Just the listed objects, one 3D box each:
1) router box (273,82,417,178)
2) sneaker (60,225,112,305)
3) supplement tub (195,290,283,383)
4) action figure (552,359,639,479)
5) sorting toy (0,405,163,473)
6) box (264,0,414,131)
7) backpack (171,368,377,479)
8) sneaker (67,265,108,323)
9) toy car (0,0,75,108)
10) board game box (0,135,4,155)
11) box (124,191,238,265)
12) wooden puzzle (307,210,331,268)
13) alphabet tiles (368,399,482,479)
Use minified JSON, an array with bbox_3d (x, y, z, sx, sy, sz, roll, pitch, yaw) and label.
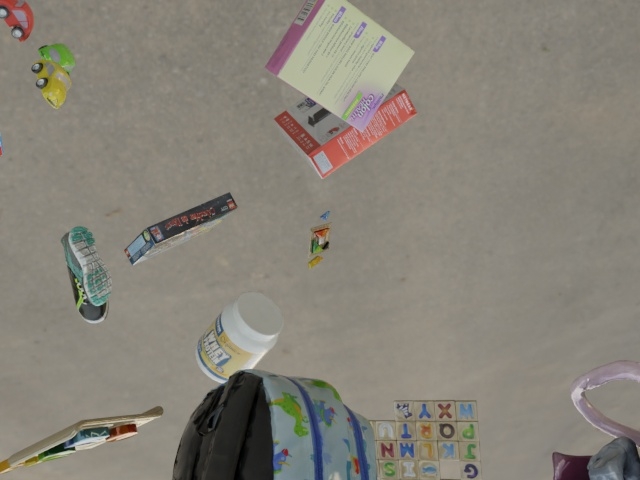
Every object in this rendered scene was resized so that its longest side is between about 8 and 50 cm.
[{"bbox_3d":[0.057,-0.334,2.260,0.301,0.335,0.082,-35,120,-2],"label":"router box"},{"bbox_3d":[-0.477,0.052,1.701,0.076,0.167,0.065,-6,-167,46],"label":"sneaker"},{"bbox_3d":[-0.186,0.224,1.943,0.144,0.144,0.200,6,137,-38],"label":"supplement tub"},{"bbox_3d":[0.405,0.302,0.879,0.369,0.276,0.248,11,158,-14],"label":"action figure"},{"bbox_3d":[-0.477,0.398,1.623,0.307,0.041,0.229,-29,164,30],"label":"sorting toy"},{"bbox_3d":[0.041,-0.399,1.854,0.242,0.117,0.214,29,98,-25],"label":"box"},{"bbox_3d":[-0.062,0.329,0.976,0.273,0.356,0.290,1,155,-35],"label":"backpack"},{"bbox_3d":[-0.597,0.095,2.094,0.084,0.235,0.097,-18,173,3],"label":"sneaker"},{"bbox_3d":[-0.522,-0.361,1.618,0.053,0.239,0.225,-28,-178,4],"label":"toy car"},{"bbox_3d":[-0.837,-0.164,1.625,0.308,0.302,0.086,20,137,8],"label":"board game box"},{"bbox_3d":[-0.321,-0.027,1.939,0.233,0.044,0.159,-27,176,-36],"label":"box"},{"bbox_3d":[0.000,0.000,1.810,0.078,0.014,0.116,-28,130,-42],"label":"wooden puzzle"},{"bbox_3d":[0.187,0.402,1.614,0.237,0.199,0.009,-3,-171,16],"label":"alphabet tiles"}]
